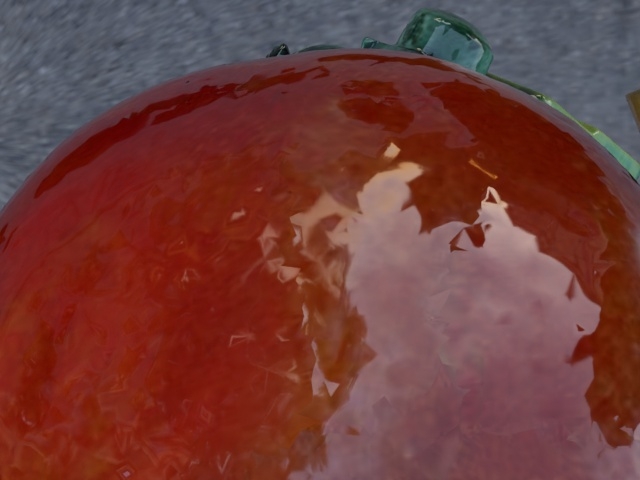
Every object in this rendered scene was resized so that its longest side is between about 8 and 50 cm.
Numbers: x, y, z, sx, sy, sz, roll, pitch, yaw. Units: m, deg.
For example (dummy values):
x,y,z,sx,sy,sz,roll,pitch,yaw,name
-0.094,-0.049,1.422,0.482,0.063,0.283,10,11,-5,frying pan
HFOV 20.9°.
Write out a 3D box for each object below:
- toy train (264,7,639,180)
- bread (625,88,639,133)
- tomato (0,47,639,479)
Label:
x,y,z,sx,sy,sz,roll,pitch,yaw,name
0.020,0.052,1.029,0.237,0.150,0.369,31,88,-46,toy train
0.345,-0.088,1.463,0.140,0.160,0.169,-17,107,18,bread
0.008,0.091,0.676,0.293,0.325,0.290,41,45,-39,tomato
